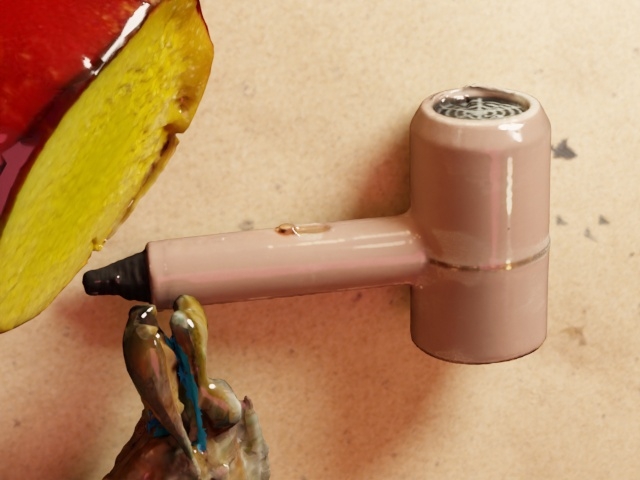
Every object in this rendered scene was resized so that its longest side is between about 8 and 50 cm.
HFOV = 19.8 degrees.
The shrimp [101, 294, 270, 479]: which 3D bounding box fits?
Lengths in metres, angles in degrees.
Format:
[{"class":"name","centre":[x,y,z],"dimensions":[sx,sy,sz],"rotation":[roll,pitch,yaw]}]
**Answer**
[{"class":"shrimp","centre":[-0.138,0.235,1.352],"dimensions":[0.221,0.110,0.445],"rotation":[2,119,-15]}]

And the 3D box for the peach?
[{"class":"peach","centre":[-0.197,-0.093,1.119],"dimensions":[0.274,0.248,0.245],"rotation":[-46,102,-15]}]

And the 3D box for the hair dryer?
[{"class":"hair dryer","centre":[0.000,0.000,1.320],"dimensions":[0.344,0.107,0.189],"rotation":[-7,113,-12]}]
